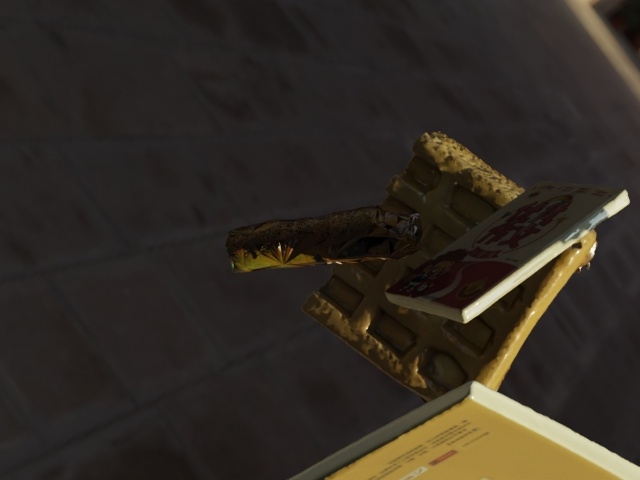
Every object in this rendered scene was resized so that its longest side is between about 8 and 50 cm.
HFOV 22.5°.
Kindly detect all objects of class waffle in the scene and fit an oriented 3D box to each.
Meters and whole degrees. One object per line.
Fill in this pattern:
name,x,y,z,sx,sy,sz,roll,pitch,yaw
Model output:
waffle,0.182,0.055,2.278,0.304,0.348,0.077,36,14,15

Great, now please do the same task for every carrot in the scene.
carrot,0.000,0.000,1.786,0.069,0.228,0.069,-7,90,-70

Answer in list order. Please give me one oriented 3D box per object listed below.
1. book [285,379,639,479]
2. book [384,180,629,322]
book,0.140,0.243,1.378,0.389,0.269,0.032,31,38,-41
book,0.195,0.007,1.697,0.022,0.232,0.162,62,-20,-19
